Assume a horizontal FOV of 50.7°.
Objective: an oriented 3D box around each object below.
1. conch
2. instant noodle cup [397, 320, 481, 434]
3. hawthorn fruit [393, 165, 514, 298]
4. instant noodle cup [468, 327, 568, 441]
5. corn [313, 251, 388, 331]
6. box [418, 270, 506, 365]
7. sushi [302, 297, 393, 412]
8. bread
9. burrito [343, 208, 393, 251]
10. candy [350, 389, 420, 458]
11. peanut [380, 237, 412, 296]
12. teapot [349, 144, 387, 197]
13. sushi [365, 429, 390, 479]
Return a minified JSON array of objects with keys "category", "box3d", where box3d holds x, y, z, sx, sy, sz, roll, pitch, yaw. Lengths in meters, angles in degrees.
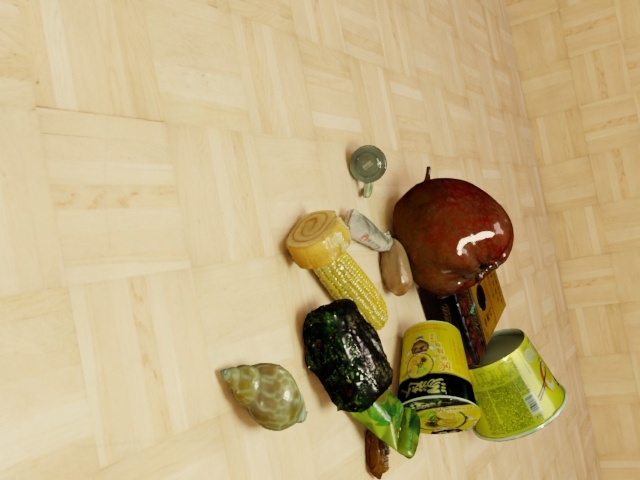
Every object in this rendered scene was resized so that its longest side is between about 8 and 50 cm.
[{"category":"conch","box3d":[-0.084,0.274,1.175,0.173,0.106,0.116,55,13,-63]},{"category":"instant noodle cup","box3d":[0.285,0.336,1.677,0.215,0.215,0.236,47,35,-41]},{"category":"hawthorn fruit","box3d":[0.335,-0.021,1.774,0.325,0.308,0.308,37,28,14]},{"category":"instant noodle cup","box3d":[0.544,0.412,1.999,0.221,0.311,0.311,63,33,-8]},{"category":"corn","box3d":[0.070,0.109,1.488,0.244,0.093,0.093,54,38,-35]},{"category":"box","box3d":[0.441,0.178,2.056,0.415,0.116,0.264,-37,112,-58]},{"category":"sushi","box3d":[0.051,0.233,1.365,0.127,0.124,0.225,-23,87,-55]},{"category":"bread","box3d":[0.000,0.000,1.385,0.073,0.122,0.149,66,34,-25]},{"category":"burrito","box3d":[0.113,-0.020,1.643,0.203,0.064,0.064,29,56,-50]},{"category":"candy","box3d":[0.117,0.359,1.483,0.246,0.069,0.149,47,29,-11]},{"category":"peanut","box3d":[0.192,0.068,1.723,0.076,0.076,0.152,12,65,-57]},{"category":"teapot","box3d":[0.117,-0.182,1.702,0.092,0.124,0.091,33,18,4]},{"category":"sushi","box3d":[0.128,0.469,1.503,0.055,0.052,0.120,15,62,-40]}]
